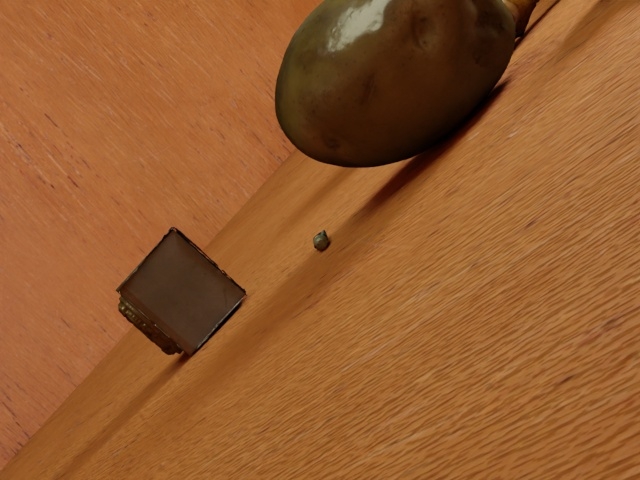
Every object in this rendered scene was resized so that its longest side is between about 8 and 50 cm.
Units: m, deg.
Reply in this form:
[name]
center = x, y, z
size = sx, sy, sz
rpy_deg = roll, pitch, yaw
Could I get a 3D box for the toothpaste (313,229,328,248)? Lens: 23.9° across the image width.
[toothpaste]
center = 0.000, 0.000, 1.927
size = 0.027, 0.019, 0.083
rpy_deg = -62, 2, 2

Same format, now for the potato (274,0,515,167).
[potato]
center = 0.081, -0.208, 1.829
size = 0.326, 0.221, 0.243
rpy_deg = -29, 23, 29

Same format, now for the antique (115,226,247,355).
[antique]
center = -0.207, 0.079, 2.178
size = 0.148, 0.147, 0.152
rpy_deg = -47, 5, -7

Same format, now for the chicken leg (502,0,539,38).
[chicken leg]
center = 0.258, -0.315, 2.026
size = 0.251, 0.087, 0.107
rpy_deg = -40, 16, -17
